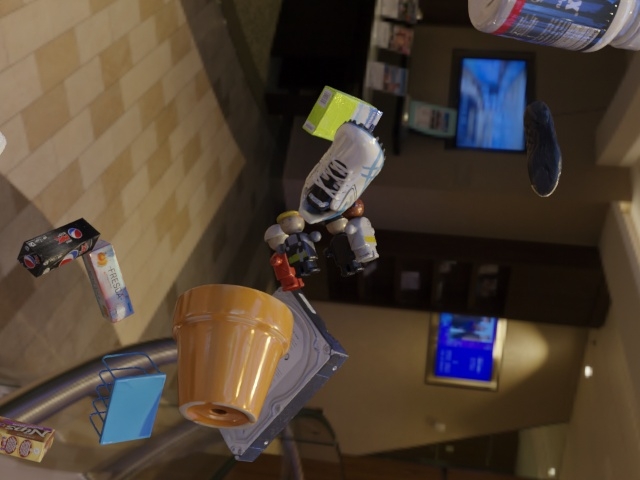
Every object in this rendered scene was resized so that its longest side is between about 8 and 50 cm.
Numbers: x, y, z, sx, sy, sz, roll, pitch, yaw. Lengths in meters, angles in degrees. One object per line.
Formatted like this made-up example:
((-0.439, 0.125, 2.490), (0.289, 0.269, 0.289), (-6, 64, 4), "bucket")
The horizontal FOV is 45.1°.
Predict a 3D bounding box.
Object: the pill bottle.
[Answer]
((0.253, -0.250, 0.782), (0.108, 0.180, 0.107), (-173, -90, -77), "pill bottle")

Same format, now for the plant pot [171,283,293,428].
((-0.157, 0.203, 1.285), (0.205, 0.205, 0.187), (81, 13, -56), "plant pot")

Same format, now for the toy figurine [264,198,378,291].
((0.000, 0.000, 1.573), (0.209, 0.213, 0.148), (126, -51, -72), "toy figurine")

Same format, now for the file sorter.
((-0.435, 0.346, 1.713), (0.118, 0.104, 0.170), (0, 117, -39), "file sorter")

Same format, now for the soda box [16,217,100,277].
((-0.529, 0.012, 1.567), (0.053, 0.060, 0.169), (-53, 171, 31), "soda box")

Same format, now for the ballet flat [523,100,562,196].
((0.378, -0.155, 1.312), (0.049, 0.058, 0.173), (56, 33, -71), "ballet flat")

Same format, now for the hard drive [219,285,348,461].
((-0.118, 0.291, 1.721), (0.339, 0.237, 0.064), (-49, 140, 14), "hard drive")

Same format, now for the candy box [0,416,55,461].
((-0.733, 0.461, 1.813), (0.109, 0.187, 0.053), (-163, -92, -83), "candy box")

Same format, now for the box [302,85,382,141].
((0.052, -0.271, 1.724), (0.178, 0.042, 0.109), (10, 116, -51), "box")

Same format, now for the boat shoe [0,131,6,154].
((-0.711, -0.167, 1.459), (0.277, 0.098, 0.096), (-52, 148, -49), "boat shoe")

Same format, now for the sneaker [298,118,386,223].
((0.026, -0.090, 1.111), (0.086, 0.085, 0.237), (-52, 177, -27), "sneaker")

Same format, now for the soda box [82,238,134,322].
((-0.485, 0.093, 1.755), (0.058, 0.063, 0.183), (-27, 117, -32), "soda box")
